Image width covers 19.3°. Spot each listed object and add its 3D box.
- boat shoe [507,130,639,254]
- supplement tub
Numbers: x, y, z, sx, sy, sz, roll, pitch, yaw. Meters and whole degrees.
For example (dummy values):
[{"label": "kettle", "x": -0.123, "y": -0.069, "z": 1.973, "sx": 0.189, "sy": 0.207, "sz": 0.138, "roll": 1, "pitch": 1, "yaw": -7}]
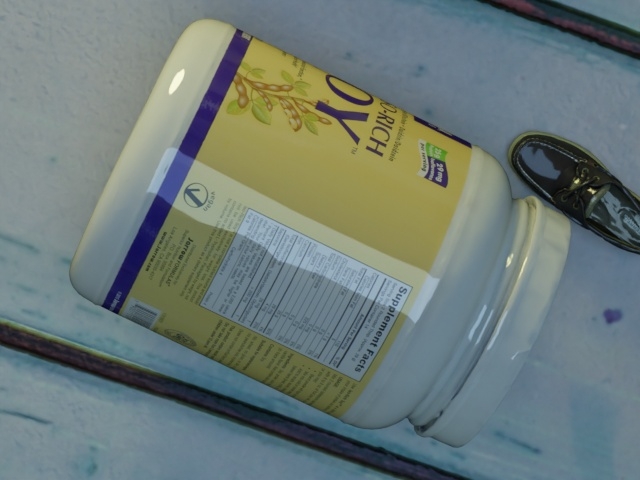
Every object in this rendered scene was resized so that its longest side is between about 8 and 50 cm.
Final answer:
[{"label": "boat shoe", "x": 0.224, "y": -0.039, "z": 1.549, "sx": 0.152, "sy": 0.049, "sz": 0.056, "roll": 31, "pitch": 97, "yaw": -6}, {"label": "supplement tub", "x": 0.000, "y": 0.000, "z": 1.454, "sx": 0.331, "sy": 0.241, "sz": 0.241, "roll": 26, "pitch": 97, "yaw": -6}]
